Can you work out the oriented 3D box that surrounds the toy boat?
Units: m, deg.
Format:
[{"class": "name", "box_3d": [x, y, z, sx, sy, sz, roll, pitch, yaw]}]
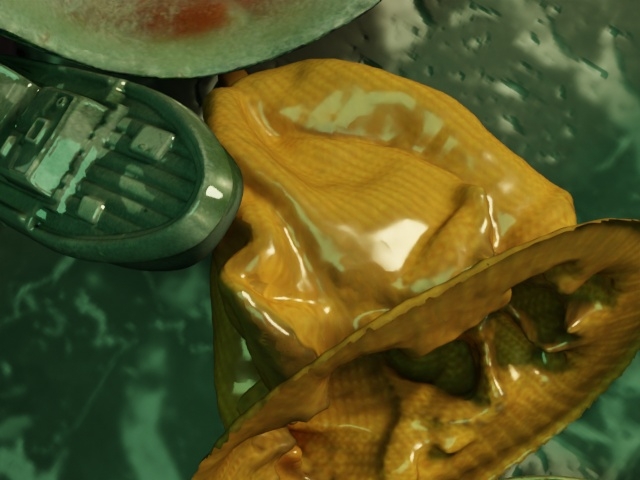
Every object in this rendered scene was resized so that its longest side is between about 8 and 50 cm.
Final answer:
[{"class": "toy boat", "box_3d": [-0.117, -0.041, 0.547, 0.260, 0.085, 0.078, 22, 78, 49]}]

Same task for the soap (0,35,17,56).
[{"class": "soap", "box_3d": [-0.317, -0.069, 0.714, 0.259, 0.081, 0.181, 19, 88, 13]}]

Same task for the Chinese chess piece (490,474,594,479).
[{"class": "Chinese chess piece", "box_3d": [0.097, 0.214, 0.559, 0.238, 0.092, 0.237, -5, 59, 8]}]

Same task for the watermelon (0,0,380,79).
[{"class": "watermelon", "box_3d": [-0.058, -0.214, 0.613, 0.318, 0.226, 0.148, -33, 35, -16]}]

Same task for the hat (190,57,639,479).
[{"class": "hat", "box_3d": [0.000, 0.000, 0.620, 0.234, 0.244, 0.233, -14, 54, -25]}]
